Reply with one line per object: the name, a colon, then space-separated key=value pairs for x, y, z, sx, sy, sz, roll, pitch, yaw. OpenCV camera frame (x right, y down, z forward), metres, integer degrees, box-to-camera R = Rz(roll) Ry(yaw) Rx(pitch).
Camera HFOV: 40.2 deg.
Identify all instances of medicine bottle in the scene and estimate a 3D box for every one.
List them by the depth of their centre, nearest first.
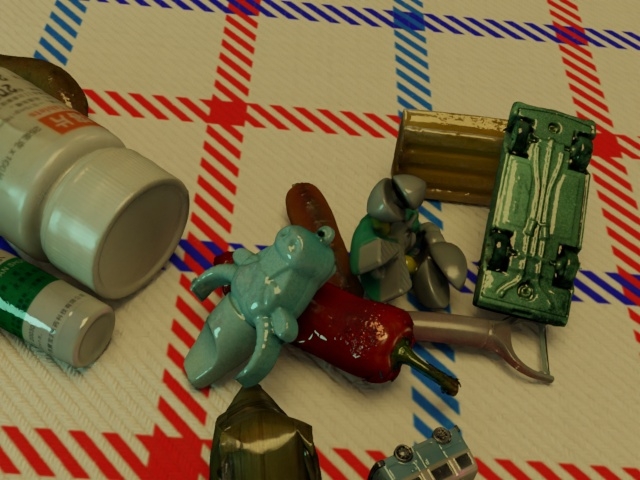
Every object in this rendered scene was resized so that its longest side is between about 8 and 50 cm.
medicine bottle: x=-0.403 y=0.076 z=1.168 sx=0.260 sy=0.095 sz=0.095 roll=24 pitch=50 yaw=16
medicine bottle: x=-0.386 y=-0.089 z=1.238 sx=0.371 sy=0.211 sz=0.211 roll=30 pitch=52 yaw=19

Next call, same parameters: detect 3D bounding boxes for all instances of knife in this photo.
knife: x=0.189 y=0.122 z=1.225 sx=0.277 sy=0.053 sz=0.123 roll=8 pitch=42 yaw=-1

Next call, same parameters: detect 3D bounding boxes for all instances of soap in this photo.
soap: x=0.235 y=-0.129 z=1.392 sx=0.231 sy=0.140 sz=0.073 roll=6 pitch=48 yaw=-1

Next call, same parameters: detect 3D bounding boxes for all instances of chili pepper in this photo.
chili pepper: x=0.010 y=0.107 z=1.175 sx=0.387 sy=0.110 sz=0.110 roll=22 pitch=49 yaw=24

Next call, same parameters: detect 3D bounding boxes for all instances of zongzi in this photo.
zongzi: x=-0.067 y=0.310 z=1.013 sx=0.122 sy=0.289 sz=0.260 roll=-3 pitch=90 yaw=-10

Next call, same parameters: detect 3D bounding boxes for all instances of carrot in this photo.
carrot: x=0.000 y=0.000 z=1.301 sx=0.067 sy=0.067 sz=0.225 roll=-11 pitch=52 yaw=-16

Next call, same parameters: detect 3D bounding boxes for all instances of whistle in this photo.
whistle: x=-0.078 y=0.082 z=1.121 sx=0.274 sy=0.093 sz=0.186 roll=-47 pitch=46 yaw=12

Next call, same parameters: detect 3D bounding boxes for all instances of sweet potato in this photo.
sweet potato: x=-0.456 y=-0.238 z=1.461 sx=0.346 sy=0.079 sz=0.108 roll=40 pitch=84 yaw=24

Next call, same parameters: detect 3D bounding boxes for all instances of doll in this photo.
doll: x=0.114 y=-0.024 z=1.255 sx=0.195 sy=0.153 sz=0.258 roll=34 pitch=36 yaw=-40

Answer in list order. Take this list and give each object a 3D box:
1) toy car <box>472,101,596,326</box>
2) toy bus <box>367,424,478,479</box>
toy car: x=0.306 y=-0.041 z=1.266 sx=0.141 sy=0.097 sz=0.321 roll=14 pitch=73 yaw=-2
toy bus: x=0.127 y=0.284 z=1.064 sx=0.122 sy=0.060 sz=0.075 roll=-18 pitch=56 yaw=-24
